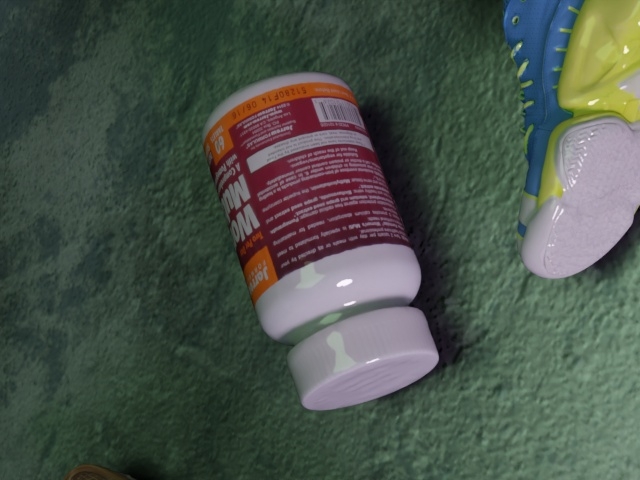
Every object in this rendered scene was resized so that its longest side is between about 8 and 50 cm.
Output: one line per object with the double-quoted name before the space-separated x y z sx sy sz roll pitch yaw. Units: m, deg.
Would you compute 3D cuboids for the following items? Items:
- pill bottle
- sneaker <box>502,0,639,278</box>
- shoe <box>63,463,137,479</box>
"pill bottle" 0.000 0.000 0.828 0.121 0.121 0.221 -32 65 29
"sneaker" 0.165 -0.098 0.754 0.126 0.091 0.240 27 92 48
"shoe" -0.118 0.243 0.925 0.219 0.058 0.076 26 79 32
